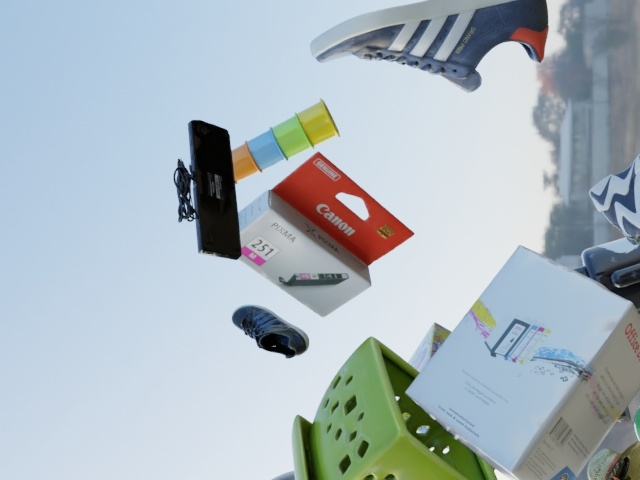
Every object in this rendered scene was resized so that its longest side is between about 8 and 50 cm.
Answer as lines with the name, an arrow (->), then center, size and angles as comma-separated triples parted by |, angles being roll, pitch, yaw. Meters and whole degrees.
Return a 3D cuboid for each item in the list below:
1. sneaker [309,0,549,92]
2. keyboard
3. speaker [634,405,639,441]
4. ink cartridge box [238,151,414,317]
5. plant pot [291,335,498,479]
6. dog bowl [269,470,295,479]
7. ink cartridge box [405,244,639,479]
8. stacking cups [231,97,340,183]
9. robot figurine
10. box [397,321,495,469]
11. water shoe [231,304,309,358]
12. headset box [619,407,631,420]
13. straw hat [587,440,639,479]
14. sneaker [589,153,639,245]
sneaker -> 0.162, -0.279, 1.224 | 0.131, 0.350, 0.148 | -60, -42, -71
keyboard -> -0.155, -0.067, 1.086 | 0.100, 0.038, 0.192 | 17, -122, -47
speaker -> 0.623, 0.317, 1.385 | 0.296, 0.131, 0.131 | 70, -158, -82
ink cartridge box -> 0.000, 0.000, 1.496 | 0.275, 0.239, 0.060 | 37, -150, -32
plant pot -> 0.090, 0.311, 1.158 | 0.228, 0.207, 0.227 | 41, -164, -24
dog bowl -> -0.026, 0.582, 1.608 | 0.265, 0.265, 0.104 | -69, -21, -44
ink cartridge box -> 0.259, 0.162, 1.001 | 0.232, 0.168, 0.171 | -51, -42, -7
stacking cups -> -0.119, -0.202, 1.805 | 0.096, 0.316, 0.096 | -24, -90, -84
robot figurine -> 0.677, 0.075, 1.821 | 0.209, 0.278, 0.173 | -84, -28, -55
box -> 0.359, 0.393, 2.127 | 0.177, 0.279, 0.290 | -61, -1, 18
water shoe -> -0.122, 0.197, 1.834 | 0.080, 0.203, 0.073 | -20, -56, -59
headset box -> 0.444, 0.278, 1.673 | 0.110, 0.293, 0.218 | 33, -135, -59
straw hat -> 0.470, 0.376, 1.355 | 0.144, 0.061, 0.144 | -16, -63, -33
sneaker -> 0.563, -0.076, 1.352 | 0.094, 0.235, 0.153 | -12, -112, -45
